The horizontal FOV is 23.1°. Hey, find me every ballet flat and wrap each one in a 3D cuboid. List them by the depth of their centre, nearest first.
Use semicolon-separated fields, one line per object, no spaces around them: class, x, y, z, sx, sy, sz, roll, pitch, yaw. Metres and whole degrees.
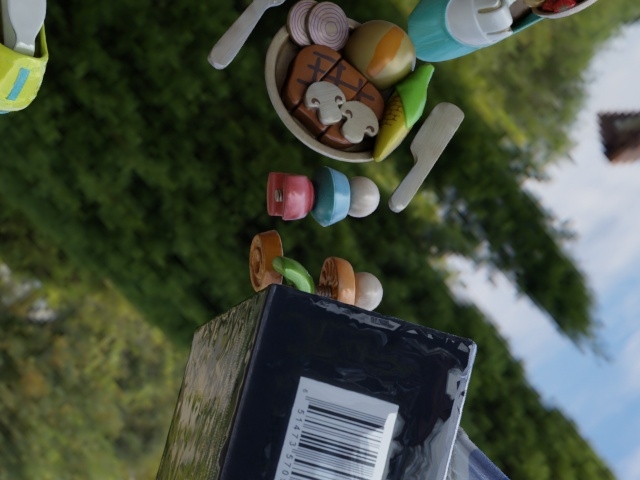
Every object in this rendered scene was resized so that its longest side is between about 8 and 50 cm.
ballet flat;-0.237;-0.204;1.176;0.077;0.231;0.077;7;148;-31
ballet flat;0.194;-0.244;1.528;0.247;0.083;0.087;-27;-159;10

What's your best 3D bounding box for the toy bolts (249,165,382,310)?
toy bolts;0.000;0.000;2.306;0.158;0.228;0.218;0;-168;-18

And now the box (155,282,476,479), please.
box;-0.032;0.231;1.578;0.395;0.212;0.293;151;-45;-72

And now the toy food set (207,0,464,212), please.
toy food set;0.020;-0.121;1.159;0.038;0.192;0.132;-40;-165;55

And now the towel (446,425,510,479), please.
towel;0.140;0.244;1.908;0.034;0.285;0.209;-33;147;-16

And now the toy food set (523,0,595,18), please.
toy food set;0.228;-0.231;1.421;0.082;0.020;0.083;-32;-154;1
